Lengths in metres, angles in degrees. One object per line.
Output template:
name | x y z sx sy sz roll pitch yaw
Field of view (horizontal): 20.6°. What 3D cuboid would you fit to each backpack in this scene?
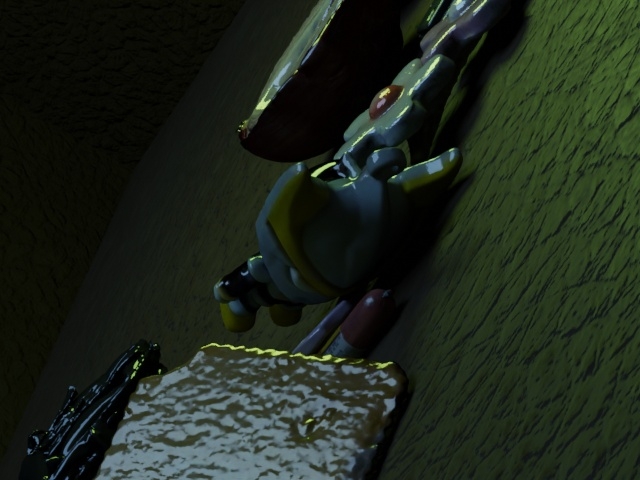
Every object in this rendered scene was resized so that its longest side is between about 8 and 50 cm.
backpack | -0.260 0.235 2.101 0.258 0.133 0.206 -55 13 -8

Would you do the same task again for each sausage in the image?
sausage | 0.002 0.110 1.450 0.223 0.029 0.029 -52 13 36

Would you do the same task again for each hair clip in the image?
hair clip | 0.106 -0.150 1.571 0.257 0.075 0.146 -57 6 -9

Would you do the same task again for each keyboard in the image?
keyboard | 0.166 -0.305 1.794 0.230 0.025 0.093 -60 9 1

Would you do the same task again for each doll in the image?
doll | -0.004 0.001 1.498 0.316 0.145 0.103 135 149 -58

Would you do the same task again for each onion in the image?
onion | 0.023 -0.203 1.918 0.283 0.120 0.227 -58 9 30

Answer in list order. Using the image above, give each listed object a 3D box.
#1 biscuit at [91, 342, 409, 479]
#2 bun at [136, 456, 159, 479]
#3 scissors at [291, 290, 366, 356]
biscuit | -0.069 0.176 1.273 0.237 0.013 0.232 4 58 33
bun | -0.112 0.218 1.395 0.229 0.145 0.229 -49 22 27
scissors | -0.038 0.124 1.502 0.212 0.021 0.110 -49 -5 13
